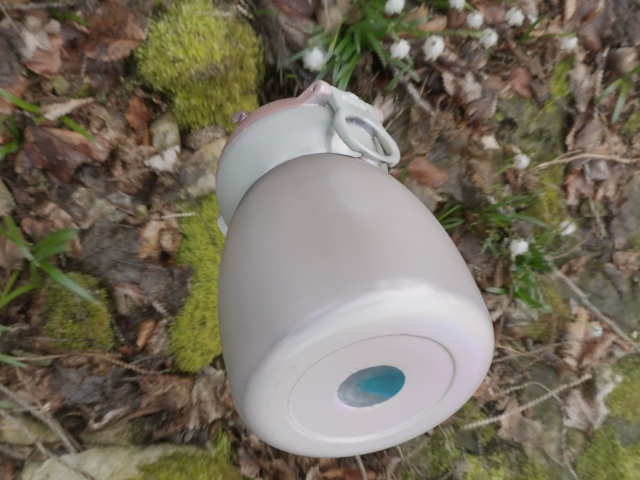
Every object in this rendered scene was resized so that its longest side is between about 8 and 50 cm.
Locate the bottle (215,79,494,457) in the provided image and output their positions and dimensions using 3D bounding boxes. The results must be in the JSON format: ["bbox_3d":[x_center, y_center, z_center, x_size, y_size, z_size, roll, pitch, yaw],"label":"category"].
[{"bbox_3d":[0.000,0.000,0.528,0.147,0.148,0.236,-16,46,-3],"label":"bottle"}]
